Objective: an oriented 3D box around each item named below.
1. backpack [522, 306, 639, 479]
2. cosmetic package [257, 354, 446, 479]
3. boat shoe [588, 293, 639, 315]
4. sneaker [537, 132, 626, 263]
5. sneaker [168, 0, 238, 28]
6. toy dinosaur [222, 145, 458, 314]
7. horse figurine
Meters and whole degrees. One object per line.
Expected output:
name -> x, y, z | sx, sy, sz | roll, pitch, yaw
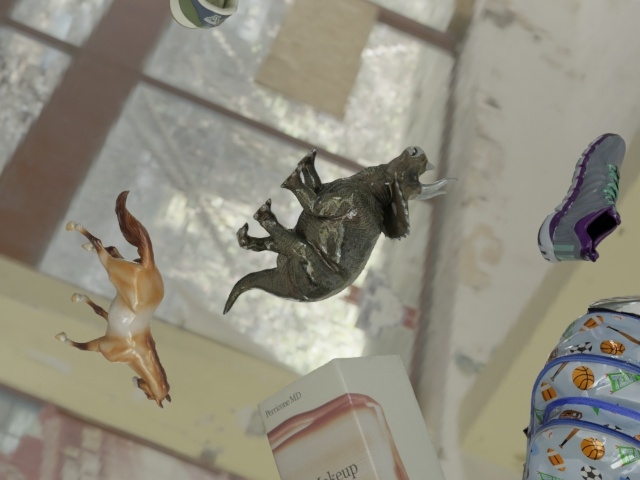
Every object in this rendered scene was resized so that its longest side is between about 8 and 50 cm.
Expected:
backpack -> 0.366, 0.225, 1.629 | 0.213, 0.276, 0.263 | -51, 146, -52
cosmetic package -> 0.055, 0.299, 1.587 | 0.153, 0.129, 0.296 | -36, -116, 35
boat shoe -> 0.552, 0.128, 1.986 | 0.118, 0.320, 0.103 | 180, -92, -74
sneaker -> 0.393, -0.054, 1.859 | 0.098, 0.083, 0.224 | 9, -121, 44
sneaker -> -0.090, -0.282, 1.186 | 0.086, 0.064, 0.192 | 22, -71, 61
toy dinosaur -> 0.000, 0.000, 1.562 | 0.313, 0.160, 0.121 | -49, -176, 10
horse figurine -> -0.255, 0.075, 1.708 | 0.066, 0.174, 0.263 | -25, 135, -51
